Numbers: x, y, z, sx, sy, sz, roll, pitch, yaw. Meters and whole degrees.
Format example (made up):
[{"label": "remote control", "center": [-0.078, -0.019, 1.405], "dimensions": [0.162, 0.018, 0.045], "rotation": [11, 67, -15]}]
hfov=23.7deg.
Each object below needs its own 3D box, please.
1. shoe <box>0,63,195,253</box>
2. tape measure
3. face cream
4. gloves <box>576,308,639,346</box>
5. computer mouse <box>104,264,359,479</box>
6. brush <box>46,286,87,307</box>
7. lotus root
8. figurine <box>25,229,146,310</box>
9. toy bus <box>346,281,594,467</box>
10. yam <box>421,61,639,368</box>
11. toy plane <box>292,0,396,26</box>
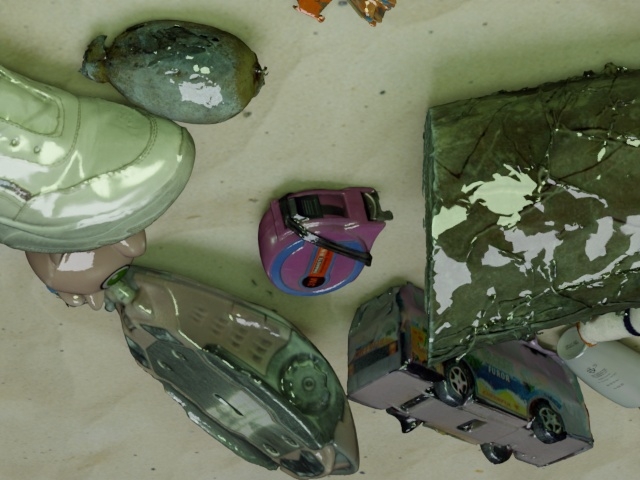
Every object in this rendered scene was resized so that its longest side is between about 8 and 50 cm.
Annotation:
[{"label": "shoe", "center": [-0.288, -0.093, 1.328], "dimensions": [0.342, 0.132, 0.210], "rotation": [-2, 145, 9]}, {"label": "tape measure", "center": [0.000, 0.000, 1.545], "dimensions": [0.125, 0.074, 0.118], "rotation": [3, 139, -19]}, {"label": "face cream", "center": [0.349, 0.154, 1.813], "dimensions": [0.072, 0.051, 0.182], "rotation": [-35, 134, 27]}, {"label": "gloves", "center": [0.291, 0.035, 1.599], "dimensions": [0.140, 0.131, 0.218], "rotation": [26, 166, -38]}, {"label": "computer mouse", "center": [-0.102, 0.116, 1.642], "dimensions": [0.389, 0.115, 0.199], "rotation": [41, 148, -9]}, {"label": "brush", "center": [-0.286, 0.022, 1.600], "dimensions": [0.051, 0.014, 0.164], "rotation": [-18, 141, 17]}, {"label": "lotus root", "center": [-0.128, -0.148, 1.321], "dimensions": [0.165, 0.088, 0.088], "rotation": [9, 144, -1]}, {"label": "figurine", "center": [-0.224, -0.006, 1.469], "dimensions": [0.125, 0.125, 0.138], "rotation": [4, 148, -12]}, {"label": "toy bus", "center": [0.173, 0.161, 1.739], "dimensions": [0.317, 0.138, 0.112], "rotation": [25, 141, -36]}, {"label": "yam", "center": [0.243, -0.031, 1.391], "dimensions": [0.348, 0.241, 0.241], "rotation": [-12, 144, 4]}, {"label": "toy plane", "center": [-0.009, -0.237, 1.230], "dimensions": [0.188, 0.062, 0.135], "rotation": [26, 137, -16]}]
